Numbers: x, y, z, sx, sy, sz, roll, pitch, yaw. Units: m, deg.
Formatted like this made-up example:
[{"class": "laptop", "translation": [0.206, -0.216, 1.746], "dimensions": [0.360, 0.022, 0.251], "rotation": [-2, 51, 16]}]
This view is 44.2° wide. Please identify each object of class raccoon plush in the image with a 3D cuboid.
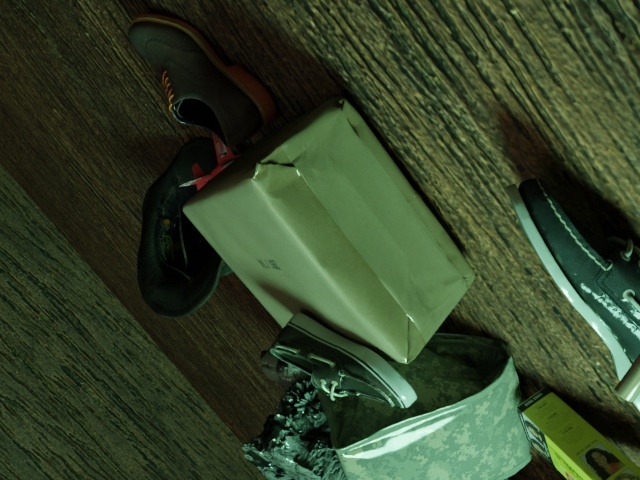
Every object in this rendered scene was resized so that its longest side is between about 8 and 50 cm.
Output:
[{"class": "raccoon plush", "translation": [0.074, 0.337, 1.426], "dimensions": [0.446, 0.299, 0.216], "rotation": [32, 150, -2]}]

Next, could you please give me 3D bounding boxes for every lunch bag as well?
[{"class": "lunch bag", "translation": [0.164, 0.273, 1.160], "dimensions": [0.169, 0.287, 0.235], "rotation": [-110, 0, -54]}]

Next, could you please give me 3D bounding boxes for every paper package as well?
[{"class": "paper package", "translation": [0.000, 0.000, 1.064], "dimensions": [0.309, 0.168, 0.325], "rotation": [52, 158, -12]}]

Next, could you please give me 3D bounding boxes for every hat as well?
[{"class": "hat", "translation": [-0.196, -0.011, 1.397], "dimensions": [0.134, 0.331, 0.331], "rotation": [12, -178, -39]}]

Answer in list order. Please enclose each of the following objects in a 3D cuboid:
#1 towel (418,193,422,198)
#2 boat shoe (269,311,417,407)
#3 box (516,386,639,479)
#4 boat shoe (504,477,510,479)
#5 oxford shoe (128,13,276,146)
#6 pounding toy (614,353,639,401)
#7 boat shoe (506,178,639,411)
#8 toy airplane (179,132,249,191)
[{"class": "towel", "translation": [0.116, -0.037, 1.028], "dimensions": [0.060, 0.009, 0.083], "rotation": [24, 147, 43]}, {"class": "boat shoe", "translation": [0.024, 0.166, 0.994], "dimensions": [0.219, 0.070, 0.077], "rotation": [23, 152, 43]}, {"class": "box", "translation": [0.353, 0.293, 1.018], "dimensions": [0.232, 0.058, 0.087], "rotation": [45, 164, 53]}, {"class": "boat shoe", "translation": [0.213, 0.327, 1.319], "dimensions": [0.319, 0.116, 0.099], "rotation": [50, 159, 4]}, {"class": "oxford shoe", "translation": [-0.191, -0.231, 1.116], "dimensions": [0.271, 0.098, 0.097], "rotation": [36, 155, 21]}, {"class": "pounding toy", "translation": [0.361, 0.053, 0.624], "dimensions": [0.237, 0.110, 0.183], "rotation": [13, 123, -10]}, {"class": "boat shoe", "translation": [0.294, 0.050, 0.777], "dimensions": [0.302, 0.091, 0.114], "rotation": [51, -160, -15]}, {"class": "toy airplane", "translation": [-0.164, -0.109, 1.263], "dimensions": [0.151, 0.151, 0.028], "rotation": [31, -165, 30]}]
